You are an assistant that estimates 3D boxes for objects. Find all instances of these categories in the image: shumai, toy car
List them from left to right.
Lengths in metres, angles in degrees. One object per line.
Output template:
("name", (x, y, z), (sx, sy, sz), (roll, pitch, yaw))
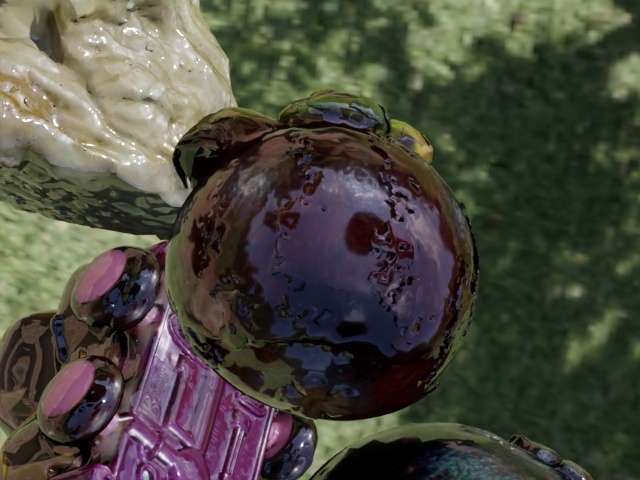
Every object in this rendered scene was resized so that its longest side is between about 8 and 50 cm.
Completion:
("shumai", (-0.166, -0.149, 1.347), (0.314, 0.267, 0.262), (20, 81, -28))
("toy car", (-0.170, 0.168, 1.680), (0.271, 0.240, 0.341), (47, 39, -32))

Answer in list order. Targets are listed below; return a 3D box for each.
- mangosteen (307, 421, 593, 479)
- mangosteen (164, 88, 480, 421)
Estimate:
("mangosteen", (0.060, 0.207, 1.038), (0.243, 0.243, 0.243), (-7, 102, -33))
("mangosteen", (0.000, 0.000, 1.012), (0.166, 0.166, 0.180), (22, 47, -34))
